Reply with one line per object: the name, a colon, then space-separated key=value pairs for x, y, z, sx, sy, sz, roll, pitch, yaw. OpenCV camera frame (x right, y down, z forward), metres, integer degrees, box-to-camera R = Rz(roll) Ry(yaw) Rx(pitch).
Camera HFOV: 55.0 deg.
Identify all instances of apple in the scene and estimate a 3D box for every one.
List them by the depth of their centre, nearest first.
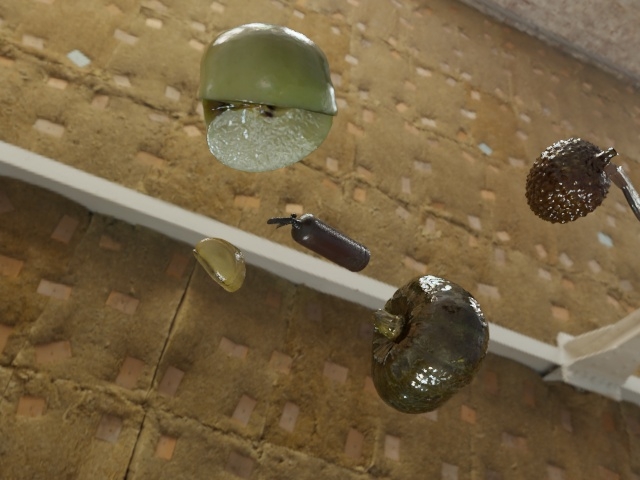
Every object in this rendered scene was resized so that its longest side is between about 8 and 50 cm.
apple: x=-0.107 y=-0.294 z=1.207 sx=0.258 sy=0.295 sz=0.233 roll=-7 pitch=-110 yaw=-7

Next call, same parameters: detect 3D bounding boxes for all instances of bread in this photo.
bread: x=-0.141 y=0.031 z=0.908 sx=0.056 sy=0.115 sz=0.082 roll=-39 pitch=-104 yaw=-6

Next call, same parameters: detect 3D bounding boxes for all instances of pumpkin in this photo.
pumpkin: x=0.155 y=0.148 z=0.955 sx=0.163 sy=0.219 sz=0.218 roll=27 pitch=-133 yaw=-12

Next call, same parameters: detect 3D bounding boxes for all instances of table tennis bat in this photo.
table tennis bat: x=0.476 y=-0.068 z=1.059 sx=0.170 sy=0.119 sz=0.107 roll=27 pitch=-134 yaw=-44

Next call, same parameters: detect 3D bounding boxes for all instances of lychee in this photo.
lychee: x=0.592 y=-0.145 z=1.456 sx=0.200 sy=0.238 sz=0.200 roll=18 pitch=-127 yaw=-25

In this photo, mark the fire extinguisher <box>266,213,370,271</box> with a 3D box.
fire extinguisher: x=0.000 y=0.000 z=1.408 sx=0.268 sy=0.089 sz=0.072 roll=29 pitch=-120 yaw=-42
